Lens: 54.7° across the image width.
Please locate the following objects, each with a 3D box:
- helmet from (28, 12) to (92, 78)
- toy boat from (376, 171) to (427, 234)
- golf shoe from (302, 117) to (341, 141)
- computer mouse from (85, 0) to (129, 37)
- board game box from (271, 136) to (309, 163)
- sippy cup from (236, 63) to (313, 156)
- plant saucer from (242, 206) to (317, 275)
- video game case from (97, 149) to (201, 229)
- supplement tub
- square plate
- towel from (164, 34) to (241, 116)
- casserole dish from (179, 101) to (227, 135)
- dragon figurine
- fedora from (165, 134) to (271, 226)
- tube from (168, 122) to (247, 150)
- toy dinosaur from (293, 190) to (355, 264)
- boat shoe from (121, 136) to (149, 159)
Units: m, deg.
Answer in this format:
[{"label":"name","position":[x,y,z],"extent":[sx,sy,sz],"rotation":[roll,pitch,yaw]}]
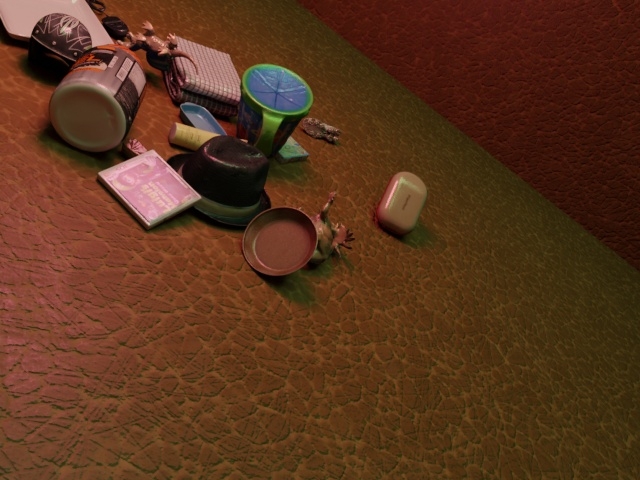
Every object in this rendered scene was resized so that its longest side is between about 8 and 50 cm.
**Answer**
[{"label":"helmet","position":[-0.706,-0.537,1.687],"extent":[0.169,0.161,0.169],"rotation":[21,47,-24]},{"label":"toy boat","position":[0.276,-0.128,2.196],"extent":[0.151,0.151,0.231],"rotation":[30,73,-13]},{"label":"golf shoe","position":[-0.008,-0.435,2.416],"extent":[0.176,0.069,0.086],"rotation":[18,15,-35]},{"label":"computer mouse","position":[-0.735,-0.757,2.112],"extent":[0.071,0.041,0.242],"rotation":[-25,59,-39]},{"label":"board game box","position":[-0.120,-0.315,2.146],"extent":[0.103,0.026,0.154],"rotation":[47,31,16]},{"label":"sippy cup","position":[-0.167,-0.408,1.996],"extent":[0.240,0.224,0.305],"rotation":[42,49,10]},{"label":"plant saucer","position":[-0.103,0.006,1.607],"extent":[0.198,0.199,0.036],"rotation":[53,-8,26]},{"label":"video game case","position":[-0.420,-0.130,1.526],"extent":[0.190,0.022,0.173],"rotation":[44,47,11]},{"label":"supplement tub","position":[-0.563,-0.382,1.603],"extent":[0.194,0.193,0.316],"rotation":[25,31,-20]},{"label":"square plate","position":[-0.830,-0.679,1.880],"extent":[0.344,0.049,0.347],"rotation":[-4,49,-48]},{"label":"towel","position":[-0.404,-0.546,2.082],"extent":[0.235,0.121,0.283],"rotation":[9,41,-37]},{"label":"casserole dish","position":[-0.370,-0.360,1.934],"extent":[0.114,0.037,0.188],"rotation":[-9,52,-51]},{"label":"dragon figurine","position":[-0.502,-0.593,1.941],"extent":[0.289,0.144,0.085],"rotation":[24,75,-5]},{"label":"fedora","position":[-0.251,-0.187,1.701],"extent":[0.334,0.152,0.334],"rotation":[27,32,-18]},{"label":"tube","position":[-0.329,-0.289,1.845],"extent":[0.240,0.070,0.062],"rotation":[15,34,-34]},{"label":"toy dinosaur","position":[0.000,0.000,1.755],"extent":[0.200,0.127,0.295],"rotation":[63,38,-28]},{"label":"boat shoe","position":[-0.460,-0.202,1.614],"extent":[0.153,0.048,0.056],"rotation":[43,47,3]}]
